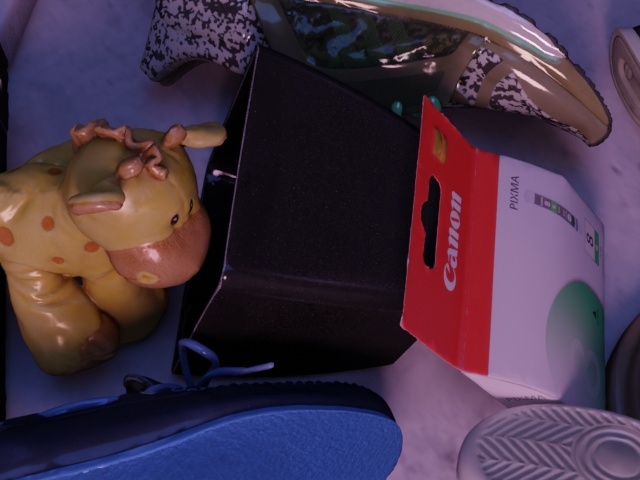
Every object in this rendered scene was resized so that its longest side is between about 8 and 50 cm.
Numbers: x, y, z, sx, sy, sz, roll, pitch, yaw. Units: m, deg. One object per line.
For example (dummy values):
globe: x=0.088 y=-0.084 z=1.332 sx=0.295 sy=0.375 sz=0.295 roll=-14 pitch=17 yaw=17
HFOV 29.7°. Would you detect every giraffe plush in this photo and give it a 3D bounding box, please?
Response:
giraffe plush: x=-0.143 y=-0.020 z=0.832 sx=0.170 sy=0.210 sz=0.181 roll=-14 pitch=46 yaw=38

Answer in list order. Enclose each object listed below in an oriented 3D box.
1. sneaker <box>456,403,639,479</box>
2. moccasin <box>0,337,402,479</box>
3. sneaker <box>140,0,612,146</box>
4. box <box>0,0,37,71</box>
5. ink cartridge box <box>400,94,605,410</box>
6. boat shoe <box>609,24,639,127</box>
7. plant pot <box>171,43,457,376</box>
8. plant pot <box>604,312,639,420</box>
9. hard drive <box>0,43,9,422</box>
sneaker: x=0.247 y=0.230 z=0.790 sx=0.350 sy=0.148 sz=0.131 roll=22 pitch=44 yaw=17
moccasin: x=-0.112 y=0.131 z=0.802 sx=0.342 sy=0.138 sz=0.117 roll=-2 pitch=31 yaw=-25
sneaker: x=0.033 y=-0.135 z=0.998 sx=0.410 sy=0.158 sz=0.182 roll=22 pitch=95 yaw=6
box: x=-0.369 y=-0.209 z=1.031 sx=0.232 sy=0.058 sz=0.322 roll=13 pitch=62 yaw=3
ink cartridge box: x=0.140 y=0.021 z=0.856 sx=0.056 sy=0.224 sz=0.181 roll=-10 pitch=58 yaw=30
boat shoe: x=0.314 y=-0.088 z=0.990 sx=0.079 sy=0.084 sz=0.233 roll=-11 pitch=61 yaw=-8
plant pot: x=0.000 y=0.000 z=0.881 sx=0.167 sy=0.187 sz=0.188 roll=13 pitch=62 yaw=-11
plant pot: x=0.333 y=0.118 z=0.871 sx=0.237 sy=0.110 sz=0.237 roll=2 pitch=62 yaw=-3
hard drive: x=-0.349 y=0.016 z=0.874 sx=0.237 sy=0.064 sz=0.339 roll=-3 pitch=75 yaw=-5
